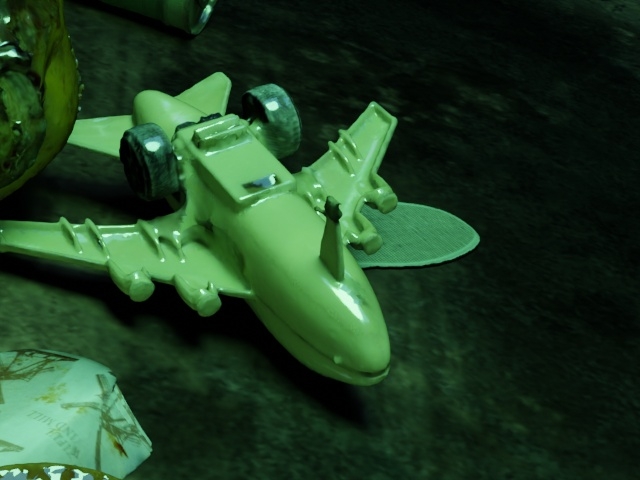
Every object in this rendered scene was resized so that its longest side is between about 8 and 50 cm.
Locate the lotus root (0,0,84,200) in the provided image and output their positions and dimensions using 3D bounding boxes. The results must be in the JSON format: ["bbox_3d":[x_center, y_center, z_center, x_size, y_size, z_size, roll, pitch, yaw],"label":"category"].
[{"bbox_3d":[-0.264,-0.154,0.864,0.196,0.179,0.397,-20,46,-24],"label":"lotus root"}]

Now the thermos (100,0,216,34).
[{"bbox_3d":[-0.166,-0.215,1.168,0.188,0.073,0.083,19,28,7],"label":"thermos"}]

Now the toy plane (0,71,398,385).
[{"bbox_3d":[-0.040,-0.014,0.825,0.242,0.104,0.256,-19,33,-26],"label":"toy plane"}]

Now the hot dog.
[{"bbox_3d":[-0.137,0.099,0.594,0.108,0.059,0.191,11,27,21],"label":"hot dog"}]

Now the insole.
[{"bbox_3d":[0.000,-0.001,0.923,0.232,0.003,0.080,-8,35,-39],"label":"insole"}]

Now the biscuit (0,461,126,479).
[{"bbox_3d":[-0.121,0.149,0.470,0.236,0.039,0.180,-18,65,-34],"label":"biscuit"}]
